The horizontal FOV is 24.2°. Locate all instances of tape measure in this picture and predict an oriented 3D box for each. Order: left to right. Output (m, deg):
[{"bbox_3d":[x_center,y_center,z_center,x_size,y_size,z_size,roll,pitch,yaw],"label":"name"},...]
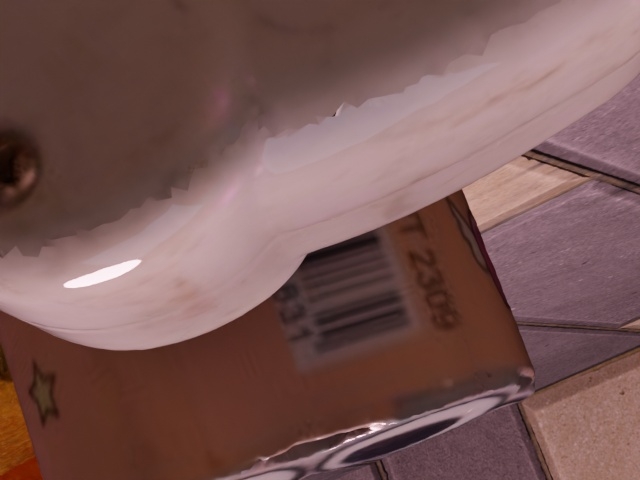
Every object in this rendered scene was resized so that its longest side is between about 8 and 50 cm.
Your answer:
[{"bbox_3d":[-0.046,-0.119,0.411,0.265,0.258,0.130,-28,163,2],"label":"tape measure"}]

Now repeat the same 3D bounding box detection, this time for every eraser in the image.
[{"bbox_3d":[-0.050,-0.057,0.522,0.171,0.290,0.087,-17,165,-12],"label":"eraser"}]

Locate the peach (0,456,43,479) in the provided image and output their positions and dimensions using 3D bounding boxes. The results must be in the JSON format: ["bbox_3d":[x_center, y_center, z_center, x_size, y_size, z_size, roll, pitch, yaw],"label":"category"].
[{"bbox_3d":[-0.360,0.381,1.597,0.370,0.370,0.370,-19,165,-5],"label":"peach"}]

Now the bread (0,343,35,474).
[{"bbox_3d":[-0.286,0.106,1.080,0.227,0.142,0.253,-29,162,3],"label":"bread"}]
